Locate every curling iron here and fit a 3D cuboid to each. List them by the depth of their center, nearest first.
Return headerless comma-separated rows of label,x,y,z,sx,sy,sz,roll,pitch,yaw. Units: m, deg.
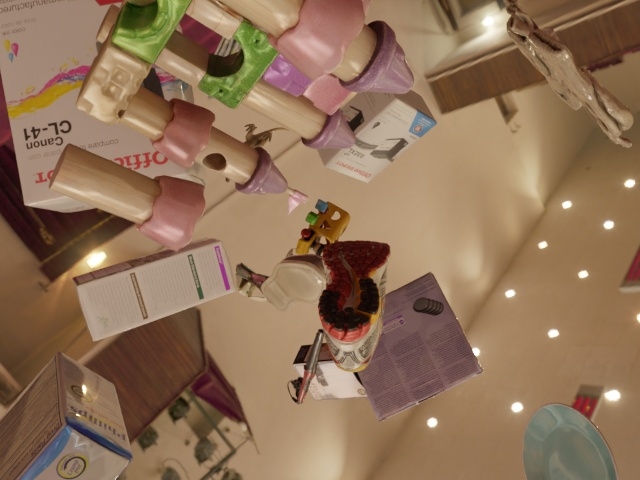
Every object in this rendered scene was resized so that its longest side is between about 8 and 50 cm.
curling iron,-0.036,0.324,1.488,0.035,0.274,0.068,-15,-131,-34

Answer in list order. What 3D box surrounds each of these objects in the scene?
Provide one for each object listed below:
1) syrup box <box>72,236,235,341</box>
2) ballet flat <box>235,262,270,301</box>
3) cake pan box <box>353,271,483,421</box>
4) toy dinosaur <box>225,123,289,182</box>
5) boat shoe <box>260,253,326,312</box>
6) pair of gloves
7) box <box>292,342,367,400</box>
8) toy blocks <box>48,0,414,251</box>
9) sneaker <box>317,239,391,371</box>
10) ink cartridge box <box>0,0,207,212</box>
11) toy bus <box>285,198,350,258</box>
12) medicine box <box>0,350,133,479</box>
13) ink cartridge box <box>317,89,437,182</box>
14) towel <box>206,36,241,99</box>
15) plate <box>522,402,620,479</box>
syrup box,-0.269,0.072,0.954,0.237,0.096,0.093,-18,-167,-25
ballet flat,-0.177,0.117,1.549,0.221,0.077,0.079,19,-105,51
cake pan box,0.189,0.239,1.300,0.267,0.245,0.070,-29,157,7
toy dinosaur,-0.130,-0.193,1.137,0.183,0.053,0.092,-45,-176,-22
boat shoe,-0.039,0.080,1.278,0.097,0.116,0.324,-42,-179,-25
pair of gloves,0.336,-0.235,0.797,0.042,0.204,0.240,-42,-152,21
box,0.082,0.390,1.752,0.290,0.169,0.087,-11,-150,29
toy blocks,-0.054,-0.170,0.554,0.288,0.260,0.309,-43,-142,35
sneaker,0.040,0.070,0.727,0.088,0.092,0.225,3,-150,12
ink cartridge box,-0.296,-0.209,0.796,0.226,0.306,0.131,-11,178,0
toy bus,0.007,-0.011,1.678,0.202,0.104,0.191,-62,171,13
medicine box,-0.511,0.399,1.086,0.263,0.149,0.289,-50,-150,-5
ink cartridge box,0.163,-0.337,1.792,0.307,0.129,0.223,-40,147,29
towel,-0.071,-0.451,1.077,0.320,0.090,0.374,-43,-163,50
plate,0.354,0.325,0.821,0.024,0.188,0.188,1,-172,-20
